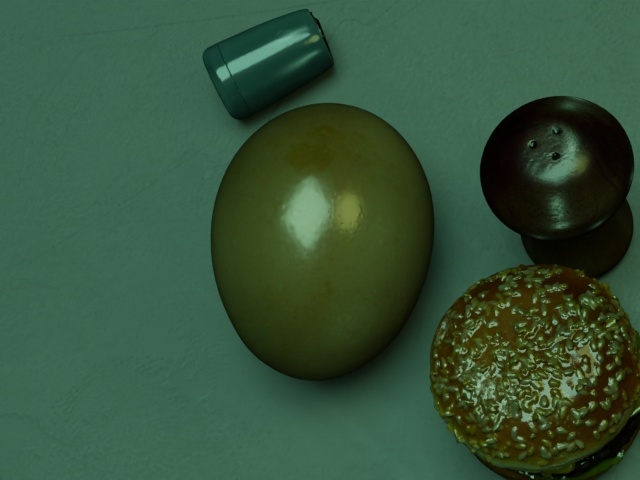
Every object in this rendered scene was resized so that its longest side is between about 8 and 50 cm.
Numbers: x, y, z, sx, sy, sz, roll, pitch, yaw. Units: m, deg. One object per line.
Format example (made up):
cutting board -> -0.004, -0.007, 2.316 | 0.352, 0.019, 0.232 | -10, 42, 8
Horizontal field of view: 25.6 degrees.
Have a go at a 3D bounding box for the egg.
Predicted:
egg -> 0.000, 0.000, 1.891 | 0.301, 0.301, 0.374 | 6, 74, 20

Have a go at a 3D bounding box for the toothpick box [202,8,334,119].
toothpick box -> -0.075, -0.271, 2.129 | 0.184, 0.120, 0.120 | -25, 63, 3

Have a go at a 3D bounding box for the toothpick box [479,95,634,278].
toothpick box -> 0.316, -0.060, 1.817 | 0.192, 0.294, 0.192 | -6, 68, 16

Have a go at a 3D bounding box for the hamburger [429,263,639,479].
hamburger -> 0.280, 0.174, 1.776 | 0.291, 0.225, 0.291 | -6, 66, 13
